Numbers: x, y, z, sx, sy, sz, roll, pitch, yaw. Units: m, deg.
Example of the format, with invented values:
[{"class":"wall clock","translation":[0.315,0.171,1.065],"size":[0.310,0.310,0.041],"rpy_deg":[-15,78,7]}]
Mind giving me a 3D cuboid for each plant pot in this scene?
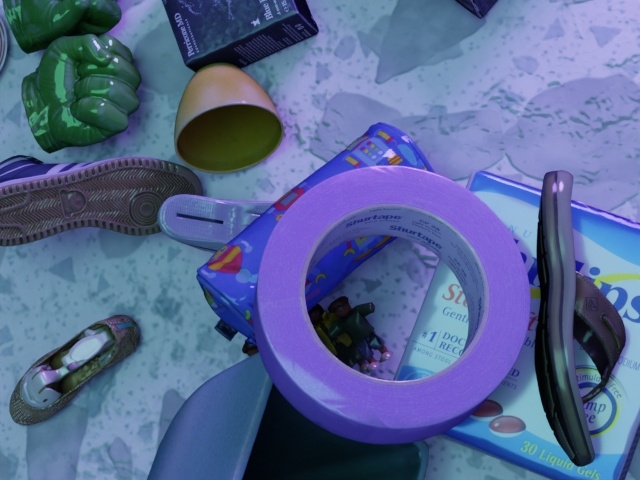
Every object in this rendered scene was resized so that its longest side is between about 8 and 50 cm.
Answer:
[{"class":"plant pot","translation":[-0.119,-0.160,1.697],"size":[0.134,0.134,0.095],"rpy_deg":[-22,57,12]},{"class":"plant pot","translation":[-0.074,0.294,1.529],"size":[0.252,0.247,0.247],"rpy_deg":[-20,41,43]}]

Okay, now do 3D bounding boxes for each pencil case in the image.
[{"class":"pencil case","translation":[0.000,0.000,1.596],"size":[0.306,0.119,0.133],"rpy_deg":[-40,106,-12]}]

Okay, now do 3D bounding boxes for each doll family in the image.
[{"class":"doll family","translation":[-0.012,0.133,1.645],"size":[0.193,0.076,0.111],"rpy_deg":[-37,94,3]}]

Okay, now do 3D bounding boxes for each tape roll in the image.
[{"class":"tape roll","translation":[0.070,0.065,1.417],"size":[0.275,0.090,0.274],"rpy_deg":[2,70,-5]}]

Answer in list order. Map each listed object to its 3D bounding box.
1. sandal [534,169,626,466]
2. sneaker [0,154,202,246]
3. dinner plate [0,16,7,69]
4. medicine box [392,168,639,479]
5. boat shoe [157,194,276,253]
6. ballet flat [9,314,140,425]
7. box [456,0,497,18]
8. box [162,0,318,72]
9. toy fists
[{"class":"sandal","translation":[0.265,0.076,1.405],"size":[0.086,0.120,0.302],"rpy_deg":[0,83,1]},{"class":"sneaker","translation":[-0.298,-0.061,1.742],"size":[0.282,0.153,0.099],"rpy_deg":[-8,105,-17]},{"class":"dinner plate","translation":[-0.479,-0.256,1.857],"size":[0.141,0.017,0.141],"rpy_deg":[-2,81,15]},{"class":"medicine box","translation":[0.250,0.103,1.539],"size":[0.263,0.149,0.289],"rpy_deg":[20,89,17]},{"class":"boat shoe","translation":[-0.084,-0.012,1.686],"size":[0.226,0.076,0.083],"rpy_deg":[16,82,-5]},{"class":"ballet flat","translation":[-0.319,0.159,1.732],"size":[0.206,0.067,0.073],"rpy_deg":[-39,76,8]},{"class":"box","translation":[0.195,-0.517,1.663],"size":[0.318,0.097,0.395],"rpy_deg":[41,94,18]},{"class":"box","translation":[-0.108,-0.304,1.721],"size":[0.158,0.093,0.156],"rpy_deg":[-23,77,13]},{"class":"toy fists","translation":[-0.314,-0.250,1.759],"size":[0.142,0.096,0.279],"rpy_deg":[-19,68,7]}]
